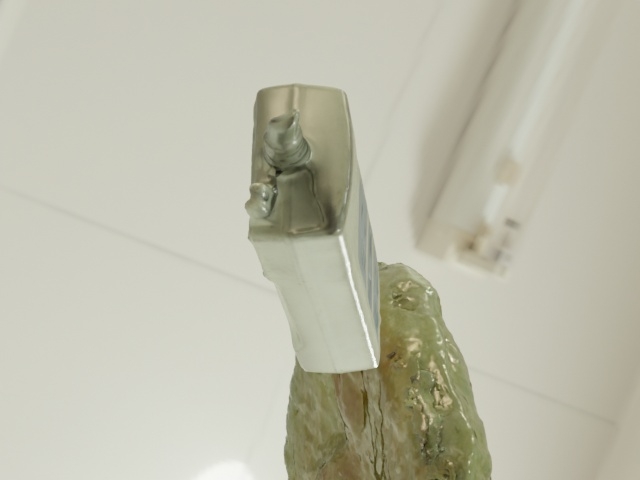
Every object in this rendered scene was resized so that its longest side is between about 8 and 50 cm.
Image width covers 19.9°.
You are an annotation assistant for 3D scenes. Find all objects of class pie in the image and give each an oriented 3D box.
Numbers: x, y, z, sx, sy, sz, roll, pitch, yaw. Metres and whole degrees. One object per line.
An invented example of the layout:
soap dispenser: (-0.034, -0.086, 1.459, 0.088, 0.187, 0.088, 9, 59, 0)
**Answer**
pie: (0.041, 0.160, 1.153, 0.306, 0.071, 0.306, 176, -90, -70)

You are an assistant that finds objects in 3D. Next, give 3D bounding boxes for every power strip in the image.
power strip: (0.000, 0.000, 0.574, 0.030, 0.191, 0.048, -1, -110, 5)
